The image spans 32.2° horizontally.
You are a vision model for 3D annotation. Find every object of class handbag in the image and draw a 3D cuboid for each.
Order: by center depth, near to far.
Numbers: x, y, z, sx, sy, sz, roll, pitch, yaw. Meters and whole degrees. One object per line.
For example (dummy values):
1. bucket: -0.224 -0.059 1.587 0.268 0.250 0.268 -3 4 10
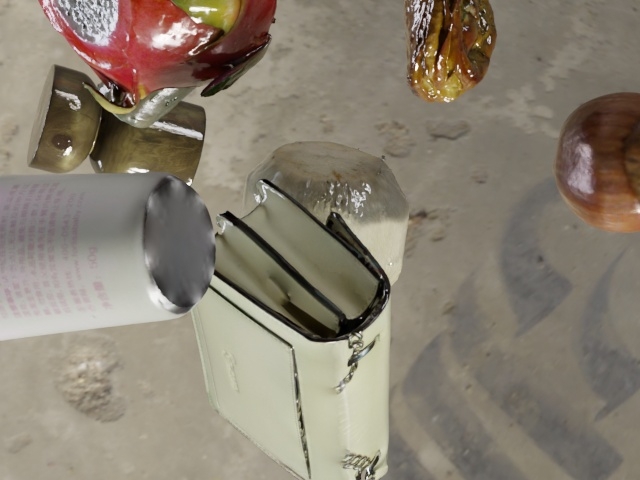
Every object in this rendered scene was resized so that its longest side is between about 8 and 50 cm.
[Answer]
1. handbag: -0.021 0.129 1.297 0.237 0.160 0.358 40 153 29

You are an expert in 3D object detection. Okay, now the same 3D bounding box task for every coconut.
1. coconut: 0.000 0.000 1.562 0.245 0.245 0.247 15 114 20

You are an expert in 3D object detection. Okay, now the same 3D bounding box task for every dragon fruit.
1. dragon fruit: -0.201 -0.290 1.264 0.290 0.189 0.290 26 136 28

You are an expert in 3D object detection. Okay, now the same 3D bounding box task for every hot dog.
1. hot dog: 0.182 -0.345 1.626 0.122 0.196 0.272 -6 72 23

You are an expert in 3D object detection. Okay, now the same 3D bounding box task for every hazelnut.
1. hazelnut: 0.442 -0.114 1.633 0.214 0.176 0.214 -10 73 35

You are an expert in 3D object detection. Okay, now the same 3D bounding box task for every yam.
1. yam: -0.192 -0.260 1.543 0.259 0.106 0.106 -38 82 24

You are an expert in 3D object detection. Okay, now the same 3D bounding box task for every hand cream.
1. hand cream: -0.270 0.015 0.952 0.359 0.118 0.185 -3 88 20

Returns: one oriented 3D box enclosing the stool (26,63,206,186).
1. stool: -0.345 -0.177 1.878 0.264 0.179 0.179 14 105 -20
